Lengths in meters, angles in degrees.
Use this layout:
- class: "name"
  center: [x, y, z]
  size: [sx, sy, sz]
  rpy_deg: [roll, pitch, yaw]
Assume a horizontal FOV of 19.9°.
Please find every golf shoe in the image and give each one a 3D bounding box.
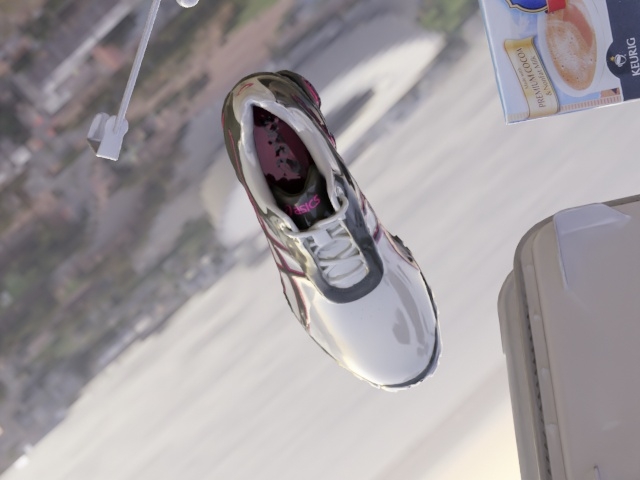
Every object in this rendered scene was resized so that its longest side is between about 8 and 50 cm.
- class: "golf shoe"
  center: [0.000, 0.000, 1.385]
  size: [0.105, 0.273, 0.120]
  rpy_deg: [-30, -178, 6]

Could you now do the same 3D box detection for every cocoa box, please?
- class: "cocoa box"
  center: [0.268, -0.337, 1.934]
  size: [0.228, 0.347, 0.231]
  rpy_deg: [-10, -151, 9]

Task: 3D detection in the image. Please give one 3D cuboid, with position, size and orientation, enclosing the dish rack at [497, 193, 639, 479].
- class: "dish rack"
  center: [0.240, 0.066, 0.994]
  size: [0.286, 0.072, 0.333]
  rpy_deg: [-12, -140, 9]

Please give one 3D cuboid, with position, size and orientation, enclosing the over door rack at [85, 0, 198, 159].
- class: "over door rack"
  center: [-0.239, -0.221, 1.596]
  size: [0.108, 0.240, 0.324]
  rpy_deg: [-112, -139, -55]
